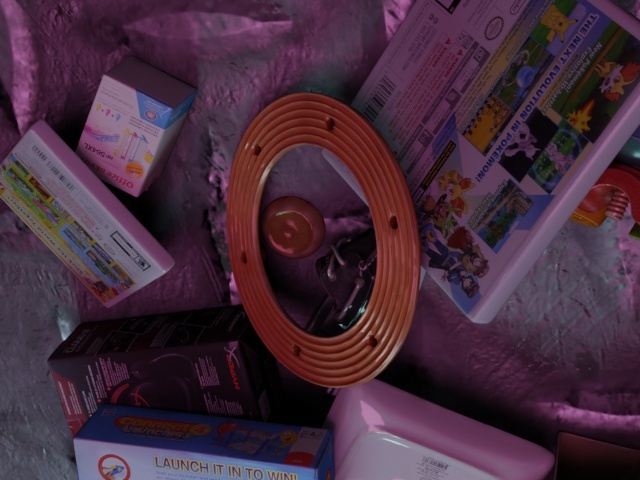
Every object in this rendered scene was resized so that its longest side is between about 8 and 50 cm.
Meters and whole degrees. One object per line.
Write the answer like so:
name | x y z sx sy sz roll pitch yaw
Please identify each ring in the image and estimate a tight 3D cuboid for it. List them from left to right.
ring | 0.000 0.000 1.295 0.337 0.032 0.336 13 107 50

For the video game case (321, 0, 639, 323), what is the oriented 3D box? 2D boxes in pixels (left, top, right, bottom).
video game case | 0.168 -0.134 1.179 0.300 0.036 0.329 50 117 36

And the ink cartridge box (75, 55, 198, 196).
ink cartridge box | -0.223 -0.127 1.355 0.092 0.090 0.143 27 116 1

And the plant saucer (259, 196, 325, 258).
plant saucer | -0.036 -0.013 1.402 0.083 0.015 0.083 5 114 11

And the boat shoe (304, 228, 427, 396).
boat shoe | 0.048 0.053 1.351 0.119 0.121 0.335 22 118 -2

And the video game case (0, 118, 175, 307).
video game case | -0.296 -0.025 1.394 0.227 0.026 0.206 47 148 -9

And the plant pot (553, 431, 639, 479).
plant pot | 0.333 0.318 1.414 0.109 0.109 0.096 14 125 7

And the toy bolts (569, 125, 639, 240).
toy bolts | 0.329 -0.090 1.200 0.218 0.228 0.158 24 90 26

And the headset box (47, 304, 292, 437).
headset box | -0.202 0.213 1.485 0.293 0.110 0.218 -8 110 16

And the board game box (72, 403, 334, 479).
board game box | -0.135 0.367 1.417 0.308 0.086 0.301 5 113 14

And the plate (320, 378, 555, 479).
plate | 0.109 0.324 1.419 0.277 0.045 0.278 23 117 -4
